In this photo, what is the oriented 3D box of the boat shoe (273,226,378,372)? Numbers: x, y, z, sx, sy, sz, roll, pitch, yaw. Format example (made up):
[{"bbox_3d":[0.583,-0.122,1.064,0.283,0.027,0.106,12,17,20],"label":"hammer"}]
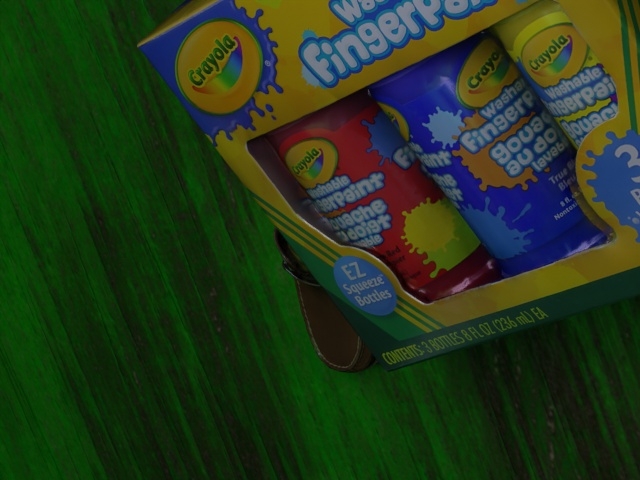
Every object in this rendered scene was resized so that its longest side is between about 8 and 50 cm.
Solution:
[{"bbox_3d":[0.000,0.000,1.860,0.111,0.104,0.307,8,117,32],"label":"boat shoe"}]

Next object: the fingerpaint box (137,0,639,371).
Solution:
[{"bbox_3d":[0.123,-0.118,1.536,0.445,0.163,0.371,-21,111,48],"label":"fingerpaint box"}]
